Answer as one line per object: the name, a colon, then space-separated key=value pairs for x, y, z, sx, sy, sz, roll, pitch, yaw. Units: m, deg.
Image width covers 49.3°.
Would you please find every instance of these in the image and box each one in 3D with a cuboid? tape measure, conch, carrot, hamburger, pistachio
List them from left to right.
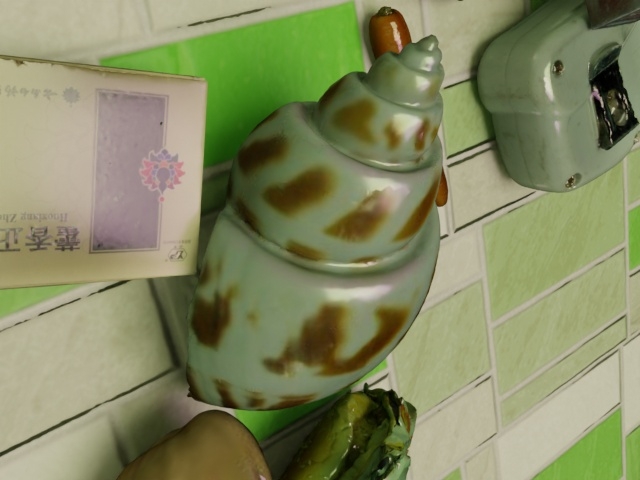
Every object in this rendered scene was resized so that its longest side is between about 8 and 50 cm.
pistachio: x=-0.119 y=0.291 z=0.634 sx=0.162 sy=0.182 sz=0.292 roll=-1 pitch=105 yaw=-60
conch: x=0.000 y=0.001 z=0.618 sx=0.249 sy=0.197 sz=0.367 roll=-39 pitch=137 yaw=-51
hamburger: x=0.023 y=0.248 z=0.723 sx=0.214 sy=0.125 sz=0.235 roll=-64 pitch=167 yaw=-9
carrot: x=0.103 y=-0.140 z=0.776 sx=0.043 sy=0.043 sz=0.247 roll=-37 pitch=122 yaw=-24
tape measure: x=0.324 y=-0.197 z=0.871 sx=0.243 sy=0.125 sz=0.246 roll=-39 pitch=121 yaw=-22

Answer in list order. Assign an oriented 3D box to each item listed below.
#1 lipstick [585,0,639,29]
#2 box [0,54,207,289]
lipstick: x=0.302 y=-0.425 z=0.759 sx=0.080 sy=0.076 sz=0.371 roll=-17 pitch=93 yaw=-25
box: x=-0.205 y=-0.053 z=0.537 sx=0.212 sy=0.095 sz=0.167 roll=-3 pitch=106 yaw=-36
